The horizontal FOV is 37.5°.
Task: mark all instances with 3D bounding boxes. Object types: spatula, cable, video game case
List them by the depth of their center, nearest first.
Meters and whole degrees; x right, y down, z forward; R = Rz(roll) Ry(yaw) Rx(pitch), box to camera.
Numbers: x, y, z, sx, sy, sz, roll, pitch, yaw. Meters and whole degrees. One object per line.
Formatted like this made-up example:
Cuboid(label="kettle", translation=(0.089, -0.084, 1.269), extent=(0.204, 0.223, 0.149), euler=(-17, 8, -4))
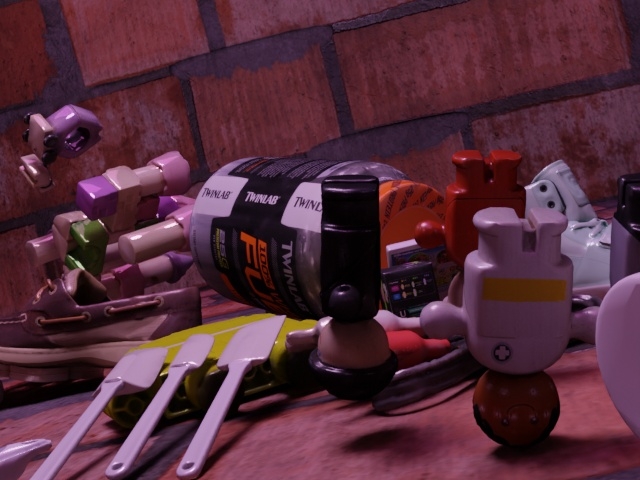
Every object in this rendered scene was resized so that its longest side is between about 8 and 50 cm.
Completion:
Cuboid(label="spatula", translation=(-0.128, 0.129, 0.751), extent=(0.168, 0.019, 0.242), euler=(-10, 19, 14))
Cuboid(label="cable", translation=(0.119, 0.071, 0.758), extent=(0.287, 0.072, 0.139), euler=(-13, 7, -15))
Cuboid(label="video game case", translation=(0.118, 0.046, 1.002), extent=(0.087, 0.122, 0.011), euler=(-13, 37, -5))

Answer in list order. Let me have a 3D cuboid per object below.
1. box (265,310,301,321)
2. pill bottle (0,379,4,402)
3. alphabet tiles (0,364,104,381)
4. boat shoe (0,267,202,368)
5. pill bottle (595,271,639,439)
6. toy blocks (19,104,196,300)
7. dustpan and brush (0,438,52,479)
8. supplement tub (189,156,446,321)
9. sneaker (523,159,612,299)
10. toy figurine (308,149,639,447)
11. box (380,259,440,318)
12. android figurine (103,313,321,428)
Cuboid(label="box", translation=(-0.021, 0.013, 1.496), extent=(0.167, 0.203, 0.168), euler=(-14, 1, -9))
Cuboid(label="pill bottle", translation=(-0.465, 0.204, 1.245), extent=(0.083, 0.043, 0.043), euler=(-13, 2, 14))
Cuboid(label="alphabet tiles", translation=(-0.444, 0.165, 1.289), extent=(0.284, 0.021, 0.278), euler=(3, -3, 27))
Cuboid(label="boat shoe", translation=(-0.309, 0.097, 1.206), extent=(0.341, 0.123, 0.123), euler=(0, -2, 18))
Cuboid(label="pill bottle", translation=(0.237, 0.031, 0.431), extent=(0.215, 0.117, 0.117), euler=(-14, 2, -21))
Cuboid(label="toy blocks", translation=(-0.267, -0.029, 1.434), extent=(0.260, 0.309, 0.289), euler=(-22, -33, -39))
Cuboid(label="dustpan and brush", translation=(-0.249, 0.168, 0.523), extent=(0.211, 0.060, 0.147), euler=(-14, 2, -26))
Cuboid(label="supplement tub", translation=(0.000, 0.000, 1.186), extent=(0.207, 0.207, 0.338), euler=(-14, 13, -36))
Cuboid(label="sneaker", translation=(0.294, -0.016, 0.975), extent=(0.255, 0.151, 0.094), euler=(-11, 1, 26))
Cuboid(label="toy figurine", translation=(0.114, 0.033, 0.606), extent=(0.213, 0.148, 0.209), euler=(-14, 20, -41))
Cuboid(label="box", translation=(0.090, 0.066, 0.941), extent=(0.052, 0.083, 0.062), euler=(-13, 1, -6))
Cuboid(label="android figurine", translation=(-0.097, 0.123, 0.937), extent=(0.248, 0.056, 0.273), euler=(-15, 5, -24))
